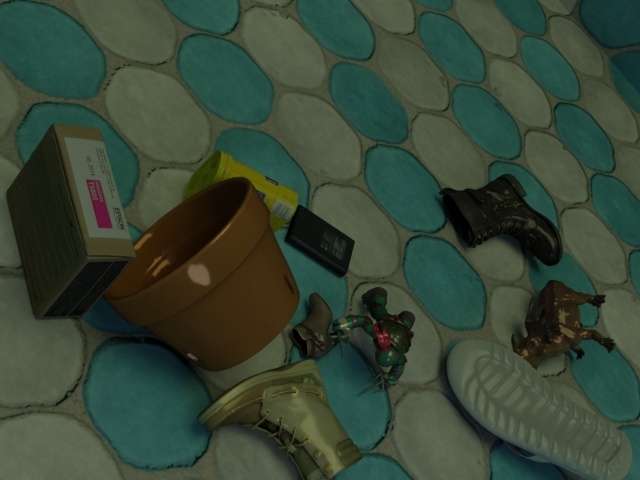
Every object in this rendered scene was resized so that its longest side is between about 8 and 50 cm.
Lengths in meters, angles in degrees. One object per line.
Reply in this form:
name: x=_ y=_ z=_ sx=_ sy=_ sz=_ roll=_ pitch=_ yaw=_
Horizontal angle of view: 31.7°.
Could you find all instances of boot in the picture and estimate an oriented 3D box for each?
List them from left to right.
boot: x=-0.059 y=0.312 z=1.810 sx=0.262 sy=0.095 sz=0.203 roll=-12 pitch=69 yaw=-50
boot: x=-0.017 y=0.152 z=2.009 sx=0.087 sy=0.042 sz=0.118 roll=-11 pitch=67 yaw=-43
boot: x=0.393 y=-0.026 z=2.490 sx=0.229 sy=0.091 sz=0.263 roll=-23 pitch=71 yaw=-43

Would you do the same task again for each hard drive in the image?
hard drive: x=0.000 y=0.000 z=2.157 sx=0.135 sy=0.022 sz=0.094 roll=34 pitch=42 yaw=-17

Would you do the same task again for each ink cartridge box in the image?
ink cartridge box: x=-0.382 y=-0.027 z=1.710 sx=0.088 sy=0.193 sz=0.234 roll=3 pitch=58 yaw=-40

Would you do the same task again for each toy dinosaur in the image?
toy dinosaur: x=0.503 y=0.158 z=2.407 sx=0.200 sy=0.127 sz=0.295 roll=26 pitch=39 yaw=-14

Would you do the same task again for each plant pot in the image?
plant pot: x=-0.168 y=0.067 z=1.784 sx=0.203 sy=0.291 sz=0.291 roll=52 pitch=38 yaw=-21

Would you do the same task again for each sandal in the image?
sandal: x=0.407 y=0.351 z=2.185 sx=0.416 sy=0.102 sz=0.169 roll=35 pitch=57 yaw=-1

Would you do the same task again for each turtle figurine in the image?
turtle figurine: x=0.112 y=0.182 z=2.038 sx=0.175 sy=0.118 sz=0.234 roll=58 pitch=23 yaw=-17

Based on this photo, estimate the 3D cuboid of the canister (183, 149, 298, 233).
canister: x=-0.141 y=-0.077 z=2.016 sx=0.170 sy=0.126 sz=0.073 roll=27 pitch=45 yaw=-26
